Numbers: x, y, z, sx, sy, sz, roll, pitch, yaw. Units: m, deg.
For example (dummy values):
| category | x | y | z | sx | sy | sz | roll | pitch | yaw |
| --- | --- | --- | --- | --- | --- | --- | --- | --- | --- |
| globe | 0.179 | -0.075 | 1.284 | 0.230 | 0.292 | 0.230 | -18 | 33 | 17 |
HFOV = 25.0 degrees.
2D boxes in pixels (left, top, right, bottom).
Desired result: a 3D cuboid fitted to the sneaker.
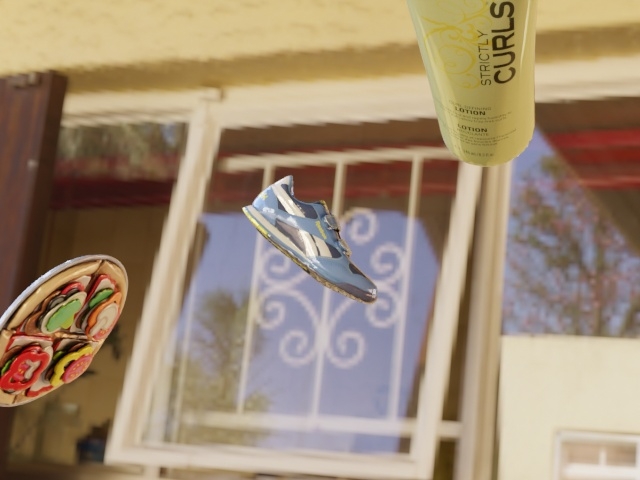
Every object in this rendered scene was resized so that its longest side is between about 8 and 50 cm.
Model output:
| category | x | y | z | sx | sy | sz | roll | pitch | yaw |
| --- | --- | --- | --- | --- | --- | --- | --- | --- | --- |
| sneaker | 0.000 | 0.000 | 1.273 | 0.144 | 0.059 | 0.053 | 40 | -8 | 7 |

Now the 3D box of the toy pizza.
| category | x | y | z | sx | sy | sz | roll | pitch | yaw |
| --- | --- | --- | --- | --- | --- | --- | --- | --- | --- |
| toy pizza | -0.276 | 0.102 | 1.533 | 0.032 | 0.201 | 0.201 | 39 | -3 | 23 |

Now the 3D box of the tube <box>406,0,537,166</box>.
| category | x | y | z | sx | sy | sz | roll | pitch | yaw |
| --- | --- | --- | --- | --- | --- | --- | --- | --- | --- |
| tube | 0.086 | -0.120 | 0.818 | 0.070 | 0.062 | 0.240 | -27 | -25 | -3 |
